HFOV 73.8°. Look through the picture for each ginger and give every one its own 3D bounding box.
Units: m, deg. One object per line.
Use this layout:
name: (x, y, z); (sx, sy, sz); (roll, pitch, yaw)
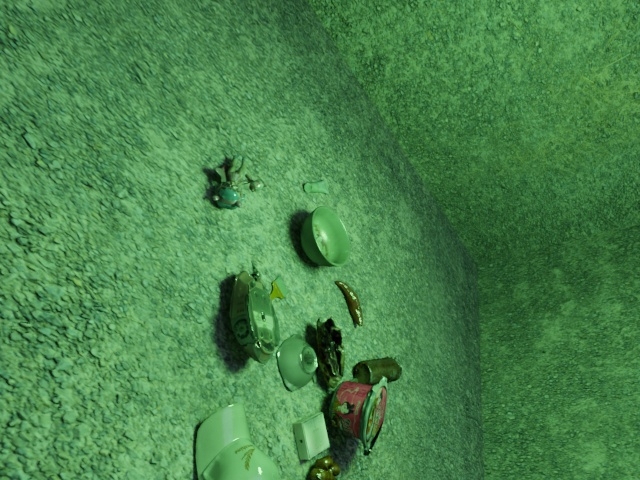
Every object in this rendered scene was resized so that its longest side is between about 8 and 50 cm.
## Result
ginger: (0.020, 0.862, 1.597); (0.162, 0.073, 0.103); (48, 53, -39)

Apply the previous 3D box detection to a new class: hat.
hat: (-0.230, 0.643, 1.270); (0.258, 0.168, 0.301); (9, 66, -53)

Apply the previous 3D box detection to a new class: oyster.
oyster: (0.032, 0.450, 1.749); (0.100, 0.275, 0.271); (-9, 59, -12)

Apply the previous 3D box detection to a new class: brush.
brush: (-0.195, 0.224, 1.679); (0.083, 0.011, 0.205); (62, 35, -13)

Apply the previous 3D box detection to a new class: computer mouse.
computer mouse: (-0.250, 0.247, 1.504); (0.199, 0.115, 0.389); (45, 26, -57)

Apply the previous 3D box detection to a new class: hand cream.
hand cream: (-0.013, -0.270, 2.161); (0.205, 0.050, 0.078); (-16, 87, -60)

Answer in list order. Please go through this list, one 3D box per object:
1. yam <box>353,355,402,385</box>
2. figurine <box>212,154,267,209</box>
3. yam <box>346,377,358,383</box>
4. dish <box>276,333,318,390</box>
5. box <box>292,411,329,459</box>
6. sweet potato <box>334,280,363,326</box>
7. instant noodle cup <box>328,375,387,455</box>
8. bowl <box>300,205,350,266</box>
yam: (0.271, 0.623, 2.031); (0.280, 0.131, 0.131); (13, 63, -48)
figurine: (-0.316, -0.219, 1.644); (0.205, 0.103, 0.260); (20, 49, -18)
yam: (0.151, 0.695, 1.871); (0.068, 0.068, 0.169); (-4, 81, -55)
dish: (-0.063, 0.478, 1.671); (0.246, 0.078, 0.224); (39, 43, -37)
box: (-0.033, 0.733, 1.604); (0.130, 0.051, 0.129); (2, 72, -53)
sweet potato: (0.153, 0.298, 2.090); (0.078, 0.058, 0.255); (-27, 92, -36)
instant noodle cup: (0.147, 0.681, 1.725); (0.302, 0.182, 0.258); (-68, 150, -25)
bowl: (0.000, 0.000, 1.949); (0.289, 0.146, 0.289); (32, 47, -42)
